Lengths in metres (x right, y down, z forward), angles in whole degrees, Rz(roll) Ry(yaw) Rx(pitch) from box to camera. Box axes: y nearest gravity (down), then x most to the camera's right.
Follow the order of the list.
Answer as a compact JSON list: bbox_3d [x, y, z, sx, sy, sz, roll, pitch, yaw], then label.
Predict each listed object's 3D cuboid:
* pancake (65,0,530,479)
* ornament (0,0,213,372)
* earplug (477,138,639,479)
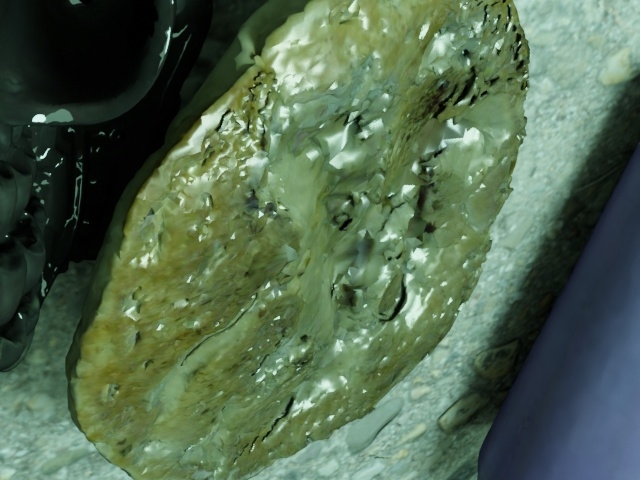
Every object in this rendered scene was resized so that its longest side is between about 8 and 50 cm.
[{"bbox_3d":[0.001,0.000,0.599,0.387,0.082,0.387,-36,147,-28],"label":"pancake"},{"bbox_3d":[-0.131,-0.039,0.422,0.106,0.260,0.251,20,118,-7],"label":"ornament"},{"bbox_3d":[0.298,0.052,0.791,0.215,0.215,0.456,-1,121,-29],"label":"earplug"}]
